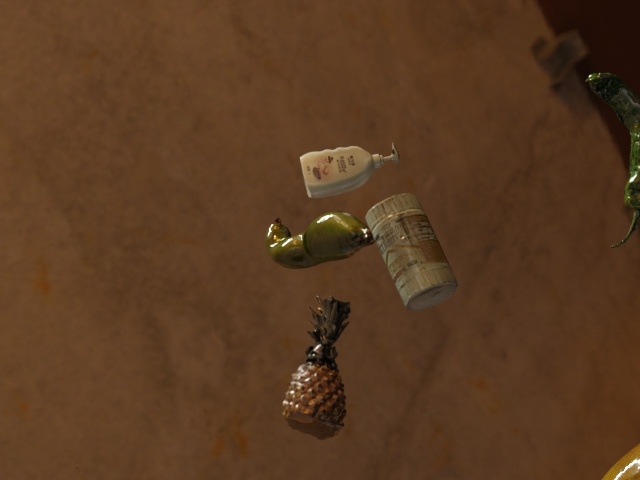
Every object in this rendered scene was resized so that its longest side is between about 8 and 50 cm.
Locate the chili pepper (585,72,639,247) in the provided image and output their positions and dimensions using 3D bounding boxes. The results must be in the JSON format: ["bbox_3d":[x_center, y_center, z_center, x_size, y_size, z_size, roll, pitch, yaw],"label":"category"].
[{"bbox_3d":[0.493,-0.134,1.845,0.065,0.122,0.279,42,-140,-77],"label":"chili pepper"}]

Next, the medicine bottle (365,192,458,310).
[{"bbox_3d":[0.071,0.009,0.926,0.047,0.047,0.083,6,-126,-48],"label":"medicine bottle"}]

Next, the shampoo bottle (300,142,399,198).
[{"bbox_3d":[0.048,-0.112,1.817,0.045,0.151,0.077,84,174,-63],"label":"shampoo bottle"}]

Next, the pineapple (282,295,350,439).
[{"bbox_3d":[0.005,0.104,1.005,0.058,0.058,0.124,39,-128,-33],"label":"pineapple"}]

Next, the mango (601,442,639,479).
[{"bbox_3d":[0.495,0.277,1.336,0.264,0.378,0.221,51,-157,-39],"label":"mango"}]

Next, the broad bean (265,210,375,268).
[{"bbox_3d":[0.000,0.000,1.456,0.048,0.213,0.070,14,-100,-39],"label":"broad bean"}]
